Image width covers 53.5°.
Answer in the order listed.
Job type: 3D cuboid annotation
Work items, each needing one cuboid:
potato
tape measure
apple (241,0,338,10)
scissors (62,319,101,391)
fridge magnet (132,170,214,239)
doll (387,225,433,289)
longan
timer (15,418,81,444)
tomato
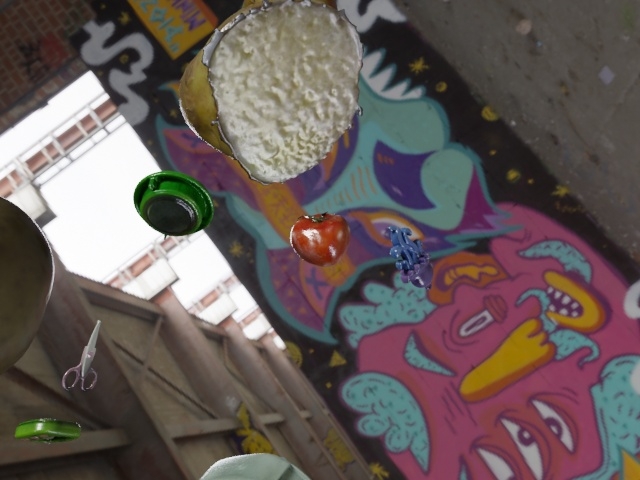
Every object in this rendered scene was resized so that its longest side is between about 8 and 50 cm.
[{"bbox_3d":[-0.100,-0.279,1.084,0.237,0.288,0.301,-128,26,-56],"label":"potato"},{"bbox_3d":[-0.091,0.497,1.126,0.125,0.243,0.246,-33,-65,-61],"label":"tape measure"},{"bbox_3d":[-0.073,-0.589,1.667,0.233,0.257,0.257,36,175,13],"label":"apple"},{"bbox_3d":[-0.552,0.274,1.508,0.085,0.176,0.022,18,180,-44],"label":"scissors"},{"bbox_3d":[-0.376,-0.087,1.622,0.208,0.208,0.088,54,-154,-36],"label":"fridge magnet"},{"bbox_3d":[0.222,0.041,1.554,0.067,0.110,0.206,-2,126,54],"label":"doll"},{"bbox_3d":[-0.656,0.082,1.138,0.361,0.361,0.361,53,179,2],"label":"longan"},{"bbox_3d":[-0.683,0.478,1.596,0.128,0.140,0.047,33,-133,-51],"label":"timer"},{"bbox_3d":[0.000,0.000,1.836,0.187,0.186,0.152,-130,40,-68],"label":"tomato"}]
